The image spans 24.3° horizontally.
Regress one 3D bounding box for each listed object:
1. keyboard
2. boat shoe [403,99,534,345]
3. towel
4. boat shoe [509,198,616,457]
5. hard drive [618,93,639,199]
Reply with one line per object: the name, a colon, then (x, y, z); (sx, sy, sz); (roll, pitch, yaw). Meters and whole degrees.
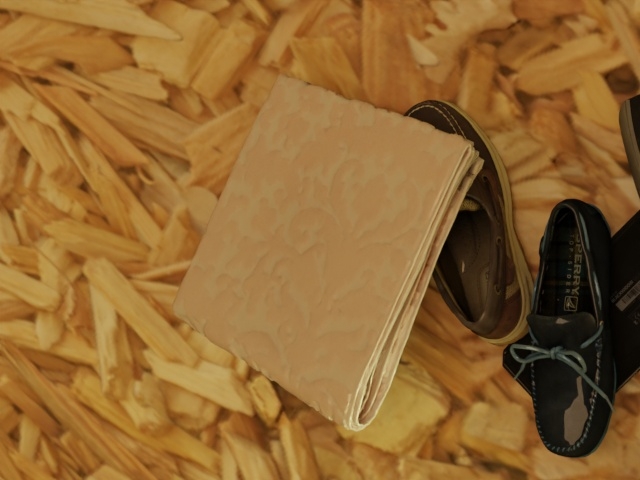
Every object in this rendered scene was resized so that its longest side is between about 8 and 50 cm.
keyboard: (0.349, 0.078, 1.494); (0.317, 0.033, 0.201); (-47, 61, 12)
boat shoe: (0.146, -0.028, 1.565); (0.103, 0.092, 0.285); (-24, 69, 23)
towel: (0.000, 0.000, 1.598); (0.332, 0.053, 0.317); (27, 94, 47)
boat shoe: (0.236, 0.085, 1.483); (0.109, 0.089, 0.258); (-9, 74, 26)
hard drive: (0.393, -0.062, 1.444); (0.172, 0.054, 0.255); (-23, 56, 15)
